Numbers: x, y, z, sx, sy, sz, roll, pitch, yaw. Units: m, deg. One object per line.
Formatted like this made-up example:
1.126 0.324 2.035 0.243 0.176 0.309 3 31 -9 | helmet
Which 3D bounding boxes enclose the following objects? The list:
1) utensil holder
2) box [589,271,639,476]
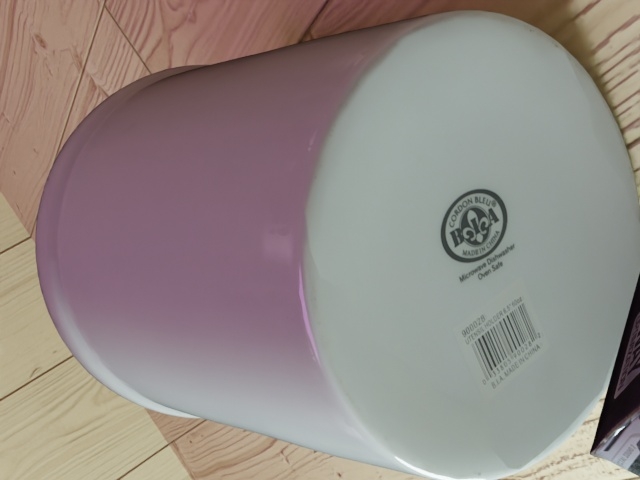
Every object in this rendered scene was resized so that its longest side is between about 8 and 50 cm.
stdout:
0.000 0.000 0.793 0.385 0.327 0.327 -1 118 55 | utensil holder
0.274 0.028 0.355 0.307 0.242 0.076 26 146 4 | box
